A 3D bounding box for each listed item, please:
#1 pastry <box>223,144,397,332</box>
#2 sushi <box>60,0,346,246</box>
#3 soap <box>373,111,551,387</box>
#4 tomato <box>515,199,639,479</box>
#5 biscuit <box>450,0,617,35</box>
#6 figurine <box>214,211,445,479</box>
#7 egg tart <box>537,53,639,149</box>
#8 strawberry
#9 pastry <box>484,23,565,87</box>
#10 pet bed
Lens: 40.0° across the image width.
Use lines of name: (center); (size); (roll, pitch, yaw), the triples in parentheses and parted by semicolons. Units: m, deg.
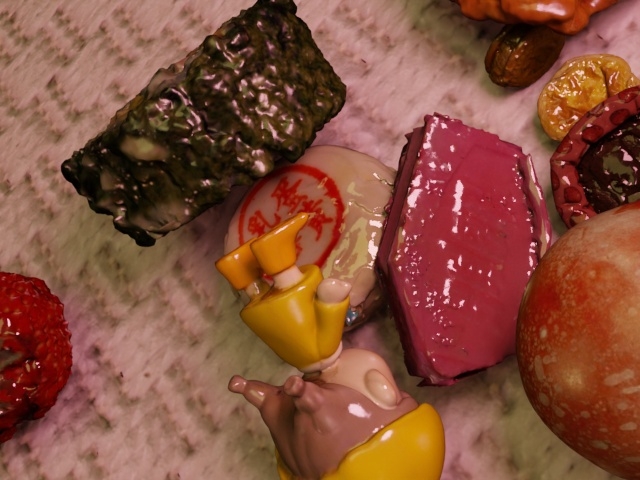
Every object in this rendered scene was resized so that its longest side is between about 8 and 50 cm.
pastry: (0.002, -0.002, 1.117); (0.264, 0.133, 0.265); (-8, 69, 22)
sushi: (-0.157, -0.140, 1.123); (0.351, 0.178, 0.294); (-26, 20, 41)
soap: (0.154, 0.024, 0.985); (0.182, 0.112, 0.289); (17, 80, -5)
tomato: (0.326, 0.096, 0.808); (0.270, 0.270, 0.222); (-53, 33, 0)
biscuit: (0.273, -0.387, 1.093); (0.312, 0.111, 0.318); (-35, 45, -15)
figurine: (0.002, 0.150, 0.962); (0.187, 0.215, 0.344); (-28, 91, -21)
egg tart: (0.326, -0.161, 1.050); (0.130, 0.052, 0.131); (-12, 64, 25)
strawberry: (-0.471, 0.160, 1.273); (0.260, 0.257, 0.261); (2, 97, 16)
pastry: (0.252, -0.237, 1.095); (0.057, 0.097, 0.109); (49, 139, 28)
pet bed: (0.351, -0.071, 0.969); (0.201, 0.053, 0.201); (3, 97, 29)
